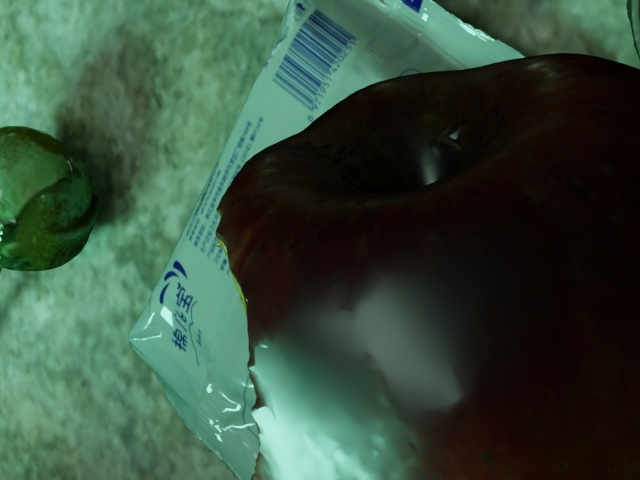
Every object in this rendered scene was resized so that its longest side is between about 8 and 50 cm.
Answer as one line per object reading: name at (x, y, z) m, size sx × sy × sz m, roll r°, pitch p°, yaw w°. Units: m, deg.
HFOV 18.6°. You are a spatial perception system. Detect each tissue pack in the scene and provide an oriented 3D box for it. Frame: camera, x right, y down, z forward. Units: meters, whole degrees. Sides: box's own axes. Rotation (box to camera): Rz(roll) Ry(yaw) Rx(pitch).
tissue pack at (0.000, 0.000, 0.683) m, size 0.122 × 0.026 × 0.193 m, roll 39°, pitch 115°, yaw 31°

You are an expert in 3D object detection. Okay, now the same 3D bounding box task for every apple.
apple at (0.055, 0.036, 0.566) m, size 0.147 × 0.156 × 0.158 m, roll 1°, pitch 121°, yaw 40°

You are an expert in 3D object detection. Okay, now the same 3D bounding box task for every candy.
candy at (-0.145, 0.039, 0.793) m, size 0.061 × 0.061 × 0.202 m, roll 46°, pitch 126°, yaw 27°

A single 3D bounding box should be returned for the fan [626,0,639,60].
fan at (0.127, -0.049, 0.593) m, size 0.085 × 0.005 × 0.133 m, roll 13°, pitch 99°, yaw 37°
